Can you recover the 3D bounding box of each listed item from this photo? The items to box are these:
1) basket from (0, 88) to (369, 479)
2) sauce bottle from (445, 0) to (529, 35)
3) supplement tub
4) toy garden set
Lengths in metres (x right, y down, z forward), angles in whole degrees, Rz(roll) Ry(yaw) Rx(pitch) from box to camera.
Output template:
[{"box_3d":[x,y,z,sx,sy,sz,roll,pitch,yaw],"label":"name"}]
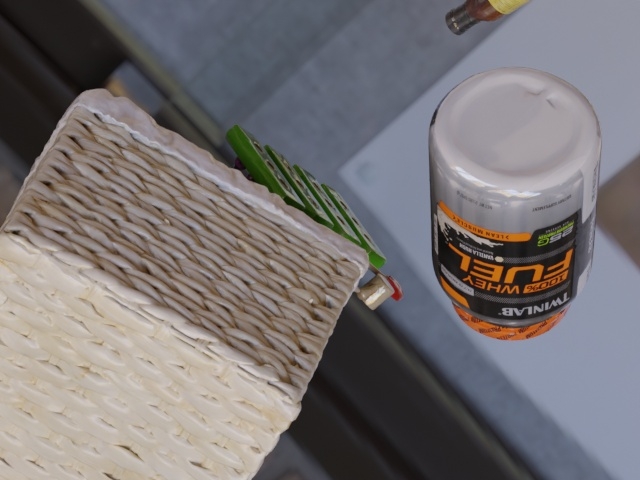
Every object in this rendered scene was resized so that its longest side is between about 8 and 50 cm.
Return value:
[{"box_3d":[-0.186,0.101,1.818,0.331,0.328,0.266,32,32,-4],"label":"basket"},{"box_3d":[0.168,-0.230,1.803,0.042,0.128,0.042,25,50,-35],"label":"sauce bottle"},{"box_3d":[0.134,-0.019,1.348,0.190,0.117,0.117,83,-7,-53],"label":"supplement tub"},{"box_3d":[0.000,0.000,2.043,0.204,0.049,0.244,55,12,30],"label":"toy garden set"}]
